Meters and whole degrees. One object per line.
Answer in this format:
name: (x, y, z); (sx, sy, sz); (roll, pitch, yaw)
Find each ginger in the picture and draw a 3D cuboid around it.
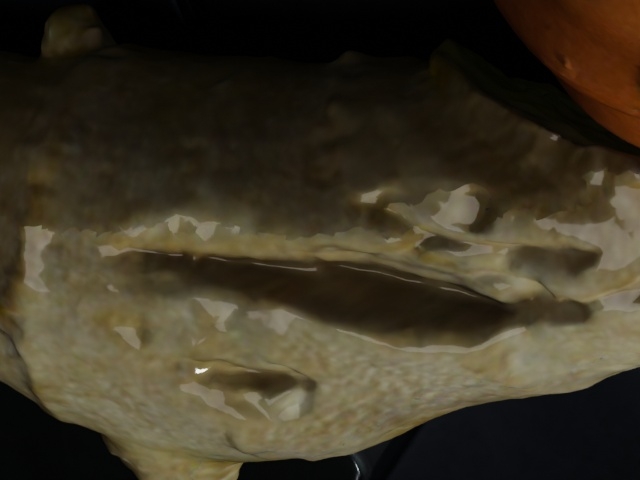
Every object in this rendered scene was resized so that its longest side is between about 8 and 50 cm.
ginger: (0.000, 0.000, 0.619); (0.354, 0.126, 0.189); (-6, 100, 21)

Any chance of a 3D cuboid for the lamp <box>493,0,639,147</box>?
lamp: (0.148, -0.099, 0.471); (0.223, 0.196, 0.223); (7, 160, 2)
